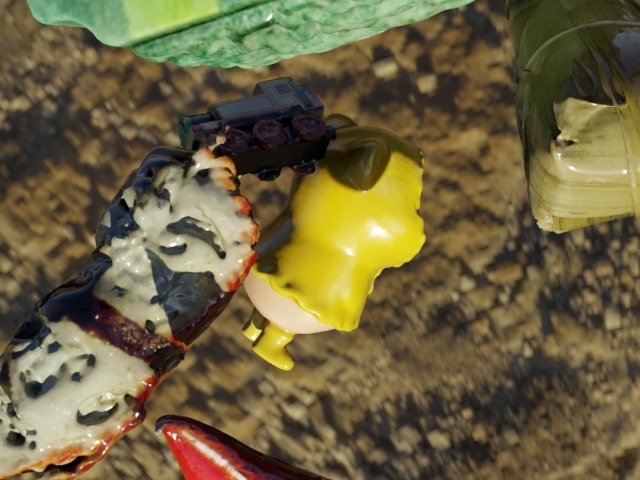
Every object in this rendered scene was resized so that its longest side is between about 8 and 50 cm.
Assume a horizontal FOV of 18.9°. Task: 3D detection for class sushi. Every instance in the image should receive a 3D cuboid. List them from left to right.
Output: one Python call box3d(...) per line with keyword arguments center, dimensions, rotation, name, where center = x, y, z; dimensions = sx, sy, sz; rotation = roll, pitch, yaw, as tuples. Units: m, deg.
box3d(center=(-0.157, 0.058, 1.481), dimensions=(0.130, 0.124, 0.332), rotation=(41, 86, -10), name="sushi")

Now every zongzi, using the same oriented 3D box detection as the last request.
box3d(center=(0.180, -0.084, 0.871), dimensions=(0.189, 0.081, 0.178), rotation=(-4, 43, 3), name="zongzi")

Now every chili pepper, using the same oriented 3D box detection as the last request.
box3d(center=(0.055, 0.218, 1.380), dimensions=(0.368, 0.137, 0.092), rotation=(12, 55, 3), name="chili pepper")

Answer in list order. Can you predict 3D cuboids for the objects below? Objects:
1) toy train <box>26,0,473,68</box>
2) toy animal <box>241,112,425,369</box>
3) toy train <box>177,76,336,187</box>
box3d(center=(-0.010, -0.208, 0.890), dimensions=(0.299, 0.167, 0.238), rotation=(-13, 86, 28), name="toy train")
box3d(center=(0.002, 0.001, 1.710), dimensions=(0.156, 0.156, 0.229), rotation=(30, 98, 24), name="toy animal")
box3d(center=(-0.058, -0.091, 1.628), dimensions=(0.138, 0.050, 0.087), rotation=(-13, 48, -28), name="toy train")
